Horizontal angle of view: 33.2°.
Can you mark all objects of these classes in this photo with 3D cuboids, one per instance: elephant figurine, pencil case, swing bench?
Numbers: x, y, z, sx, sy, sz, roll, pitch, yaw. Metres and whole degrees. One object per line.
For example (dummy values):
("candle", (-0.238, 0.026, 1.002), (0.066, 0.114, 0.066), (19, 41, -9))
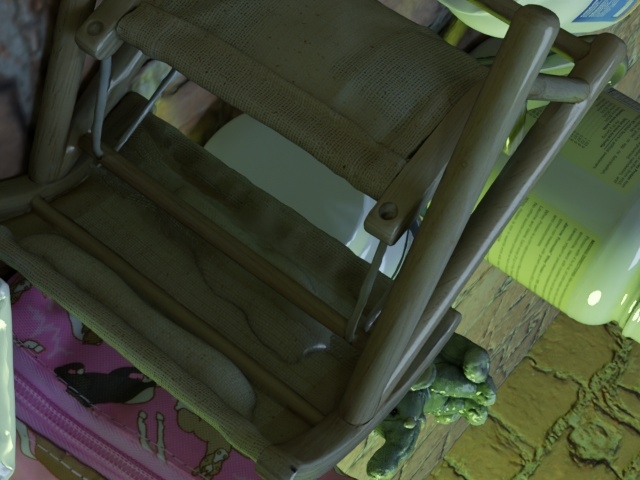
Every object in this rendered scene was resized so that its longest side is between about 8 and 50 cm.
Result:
("elephant figurine", (0.126, 0.221, 1.580), (0.239, 0.186, 0.169), (-13, 104, -27))
("pencil case", (-0.064, 0.168, 0.664), (0.160, 0.386, 0.167), (-44, 162, -51))
("swing bench", (-0.028, -0.055, 0.559), (0.254, 0.253, 0.165), (-61, 160, 18))

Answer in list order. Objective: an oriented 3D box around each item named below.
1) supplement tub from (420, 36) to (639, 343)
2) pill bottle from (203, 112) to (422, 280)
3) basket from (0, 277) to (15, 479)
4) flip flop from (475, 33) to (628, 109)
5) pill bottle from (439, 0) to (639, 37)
("supplement tub", (0.276, -0.055, 1.178), (0.235, 0.325, 0.235), (-46, 160, -23))
("pill bottle", (0.000, 0.000, 0.863), (0.162, 0.162, 0.278), (-53, 162, -4))
("basket", (-0.227, 0.074, 0.529), (0.113, 0.103, 0.167), (-39, 155, -40))
("flip flop", (0.169, -0.122, 1.032), (0.277, 0.080, 0.112), (-15, 165, -6))
("pill bottle", (0.182, -0.246, 0.898), (0.272, 0.152, 0.152), (-20, 141, -59))
